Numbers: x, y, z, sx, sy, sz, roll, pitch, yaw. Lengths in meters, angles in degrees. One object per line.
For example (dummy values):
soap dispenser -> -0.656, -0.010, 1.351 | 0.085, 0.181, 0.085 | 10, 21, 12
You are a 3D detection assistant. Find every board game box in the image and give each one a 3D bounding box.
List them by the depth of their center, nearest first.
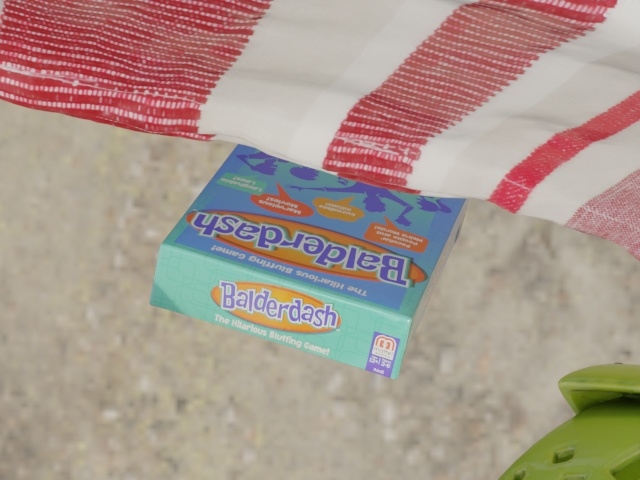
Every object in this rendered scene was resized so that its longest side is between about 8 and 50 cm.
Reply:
board game box -> 0.000, 0.000, 1.219 | 0.210, 0.160, 0.047 | -61, -14, -61

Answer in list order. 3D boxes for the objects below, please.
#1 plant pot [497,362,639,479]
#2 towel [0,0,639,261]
plant pot -> 0.261, 0.217, 1.337 | 0.228, 0.227, 0.207 | -1, 48, 41
towel -> 0.024, -0.054, 0.617 | 0.237, 0.329, 0.037 | 140, 143, -75
